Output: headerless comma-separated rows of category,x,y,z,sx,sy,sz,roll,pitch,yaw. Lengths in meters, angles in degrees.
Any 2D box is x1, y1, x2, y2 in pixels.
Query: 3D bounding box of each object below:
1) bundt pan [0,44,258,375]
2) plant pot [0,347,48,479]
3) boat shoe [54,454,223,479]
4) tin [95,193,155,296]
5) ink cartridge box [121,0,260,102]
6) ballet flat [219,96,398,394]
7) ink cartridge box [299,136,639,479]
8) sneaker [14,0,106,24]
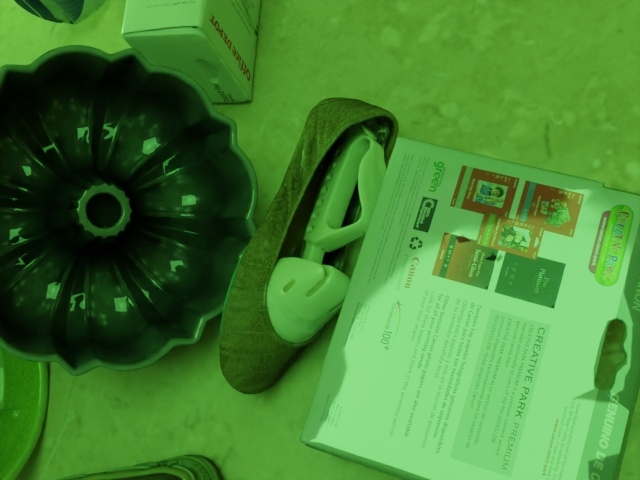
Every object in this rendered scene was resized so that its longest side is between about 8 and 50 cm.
bundt pan,-0.236,-0.030,0.895,0.330,0.124,0.331,0,90,-23
plant pot,-0.485,0.160,0.906,0.253,0.276,0.276,-11,69,23
boat shoe,-0.244,0.284,0.873,0.285,0.089,0.105,-23,68,7
tin,-0.259,-0.008,1.004,0.106,0.040,0.190,24,79,25
ink cartridge box,-0.141,-0.303,0.996,0.100,0.172,0.237,-1,72,15
ballet flat,0.000,0.000,0.882,0.124,0.116,0.343,3,64,50
ink cartridge box,0.163,0.090,0.809,0.271,0.130,0.310,15,77,17
sneaker,-0.354,-0.434,1.134,0.182,0.127,0.316,9,68,21
